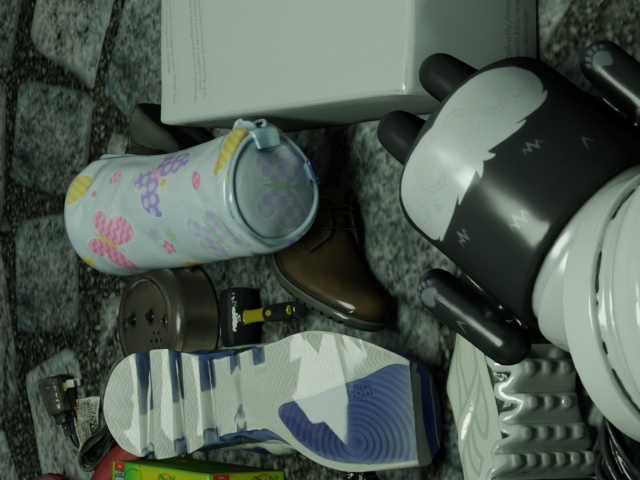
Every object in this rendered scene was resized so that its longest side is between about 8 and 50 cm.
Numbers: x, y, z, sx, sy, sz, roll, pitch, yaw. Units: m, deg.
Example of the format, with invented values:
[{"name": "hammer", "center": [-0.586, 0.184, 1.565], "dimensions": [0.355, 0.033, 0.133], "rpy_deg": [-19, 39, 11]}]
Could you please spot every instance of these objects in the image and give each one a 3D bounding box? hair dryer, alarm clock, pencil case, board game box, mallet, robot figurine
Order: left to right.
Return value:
[{"name": "hair dryer", "center": [-0.258, 0.278, 2.188], "dimensions": [0.224, 0.080, 0.293], "rpy_deg": [-12, 79, 52]}, {"name": "alarm clock", "center": [-0.164, 0.107, 2.089], "dimensions": [0.129, 0.064, 0.192], "rpy_deg": [-11, 83, 52]}, {"name": "pencil case", "center": [-0.128, -0.036, 1.867], "dimensions": [0.273, 0.113, 0.124], "rpy_deg": [-11, 106, 47]}, {"name": "board game box", "center": [-0.127, 0.251, 2.003], "dimensions": [0.181, 0.092, 0.043], "rpy_deg": [-1, 87, 53]}, {"name": "mallet", "center": [-0.055, 0.063, 1.929], "dimensions": [0.190, 0.039, 0.062], "rpy_deg": [150, 116, -65]}, {"name": "robot figurine", "center": [0.176, -0.032, 1.528], "dimensions": [0.278, 0.174, 0.209], "rpy_deg": [41, 141, 28]}]

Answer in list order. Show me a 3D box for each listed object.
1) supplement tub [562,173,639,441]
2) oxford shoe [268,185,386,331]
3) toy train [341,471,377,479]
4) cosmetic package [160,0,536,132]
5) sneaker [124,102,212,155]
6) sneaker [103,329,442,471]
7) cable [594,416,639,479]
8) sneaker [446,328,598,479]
[{"name": "supplement tub", "center": [0.340, 0.031, 1.275], "dimensions": [0.325, 0.235, 0.235], "rpy_deg": [-11, 80, 52]}, {"name": "oxford shoe", "center": [0.000, 0.000, 1.857], "dimensions": [0.227, 0.083, 0.096], "rpy_deg": [50, 120, 39]}, {"name": "toy train", "center": [0.042, 0.287, 1.836], "dimensions": [0.036, 0.027, 0.158], "rpy_deg": [-7, 82, 42]}, {"name": "cosmetic package", "center": [0.016, -0.217, 1.786], "dimensions": [0.385, 0.156, 0.217], "rpy_deg": [0, 89, 52]}, {"name": "sneaker", "center": [-0.145, -0.041, 2.050], "dimensions": [0.227, 0.087, 0.130], "rpy_deg": [43, 125, 47]}, {"name": "sneaker", "center": [-0.025, 0.144, 1.853], "dimensions": [0.316, 0.182, 0.127], "rpy_deg": [-1, 90, 24]}, {"name": "cable", "center": [0.281, 0.165, 1.504], "dimensions": [0.184, 0.047, 0.150], "rpy_deg": [53, 129, 40]}, {"name": "sneaker", "center": [0.159, 0.161, 1.631], "dimensions": [0.118, 0.110, 0.292], "rpy_deg": [-22, 63, 59]}]
